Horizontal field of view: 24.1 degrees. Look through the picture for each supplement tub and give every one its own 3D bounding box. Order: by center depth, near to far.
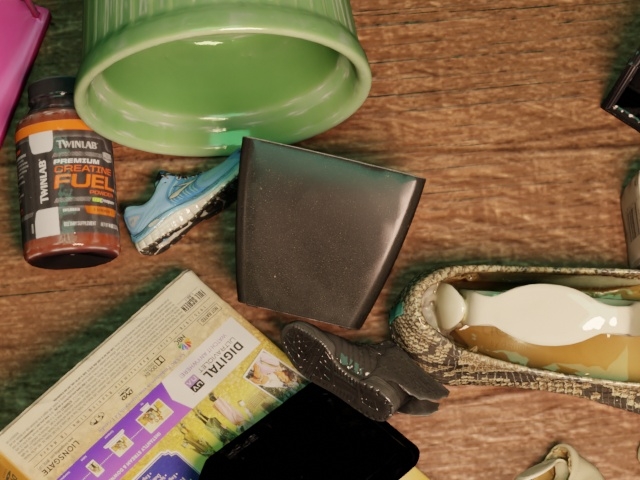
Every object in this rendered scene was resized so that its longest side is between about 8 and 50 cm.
[{"bbox_3d":[-0.274,-0.073,1.607,0.106,0.106,0.198,-7,78,-1],"label":"supplement tub"}]

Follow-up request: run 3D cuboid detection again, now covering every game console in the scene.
[{"bbox_3d":[0.066,0.289,1.419,0.361,0.044,0.213,38,46,20],"label":"game console"}]

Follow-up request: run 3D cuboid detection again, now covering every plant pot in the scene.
[{"bbox_3d":[0.000,0.000,1.561,0.188,0.187,0.167,12,89,3],"label":"plant pot"}]

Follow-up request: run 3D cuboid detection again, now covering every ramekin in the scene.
[{"bbox_3d":[-0.105,-0.212,1.544,0.303,0.303,0.148,-6,71,-1],"label":"ramekin"}]

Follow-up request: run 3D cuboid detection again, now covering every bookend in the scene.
[{"bbox_3d":[0.396,-0.151,1.595,0.157,0.156,0.072,33,80,6],"label":"bookend"}]

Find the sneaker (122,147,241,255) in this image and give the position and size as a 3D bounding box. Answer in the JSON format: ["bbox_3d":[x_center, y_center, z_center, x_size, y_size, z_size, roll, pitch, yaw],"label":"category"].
[{"bbox_3d":[-0.146,-0.056,1.625,0.162,0.063,0.073,-35,77,-6],"label":"sneaker"}]

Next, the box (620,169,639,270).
[{"bbox_3d":[0.468,-0.031,1.594,0.275,0.113,0.094,-5,79,0],"label":"box"}]

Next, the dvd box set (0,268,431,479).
[{"bbox_3d":[-0.079,0.257,1.492,0.420,0.062,0.307,40,51,7],"label":"dvd box set"}]

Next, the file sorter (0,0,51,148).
[{"bbox_3d":[-0.473,-0.225,1.600,0.290,0.182,0.202,18,79,4],"label":"file sorter"}]

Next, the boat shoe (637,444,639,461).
[{"bbox_3d":[0.403,0.235,1.570,0.135,0.045,0.050,14,78,3],"label":"boat shoe"}]

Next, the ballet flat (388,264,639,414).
[{"bbox_3d":[0.312,0.094,1.531,0.482,0.182,0.164,3,77,1],"label":"ballet flat"}]

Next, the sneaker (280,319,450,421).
[{"bbox_3d":[0.045,0.128,1.527,0.170,0.089,0.051,37,125,11],"label":"sneaker"}]

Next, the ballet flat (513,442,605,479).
[{"bbox_3d":[0.196,0.291,1.504,0.086,0.086,0.248,45,53,9],"label":"ballet flat"}]
